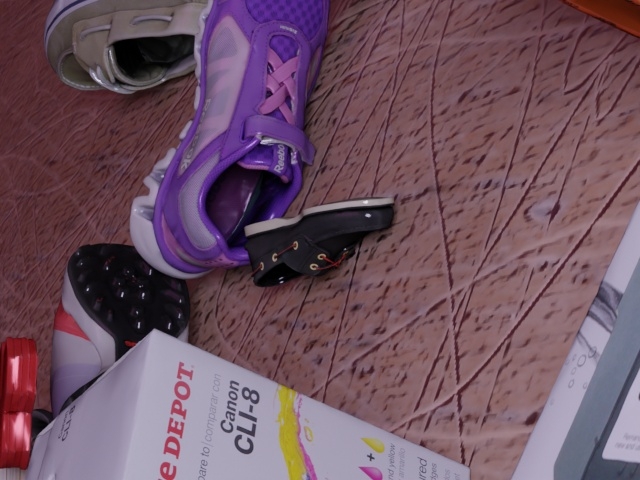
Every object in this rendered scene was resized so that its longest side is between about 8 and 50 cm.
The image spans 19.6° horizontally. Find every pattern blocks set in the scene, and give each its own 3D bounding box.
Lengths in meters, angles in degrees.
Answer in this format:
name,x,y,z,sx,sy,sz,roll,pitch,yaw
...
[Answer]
name,x,y,z,sx,sy,sz,roll,pitch,yaw
pattern blocks set,-0.207,0.209,1.205,0.325,0.026,0.285,142,130,-72

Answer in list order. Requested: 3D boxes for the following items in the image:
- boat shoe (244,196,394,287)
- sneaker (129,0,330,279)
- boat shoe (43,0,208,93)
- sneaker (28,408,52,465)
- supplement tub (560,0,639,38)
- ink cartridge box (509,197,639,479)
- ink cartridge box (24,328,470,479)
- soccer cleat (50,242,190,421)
name,x,y,z,sx,sy,sz,roll,pitch,yaw
boat shoe,0.002,0.000,1.091,0.133,0.049,0.042,-18,78,53
sneaker,-0.041,-0.080,1.222,0.104,0.095,0.236,19,89,62
boat shoe,-0.162,-0.175,1.577,0.302,0.109,0.094,-22,49,57
sneaker,-0.198,0.184,1.318,0.061,0.065,0.158,-51,25,31
supplement tub,0.173,-0.254,0.739,0.338,0.207,0.207,-62,21,5
ink cartridge box,0.156,0.081,0.526,0.289,0.121,0.211,-65,22,-3
ink cartridge box,-0.041,0.147,0.838,0.127,0.176,0.128,-42,31,45
soccer cleat,-0.126,0.123,1.196,0.318,0.108,0.116,-107,27,-58
